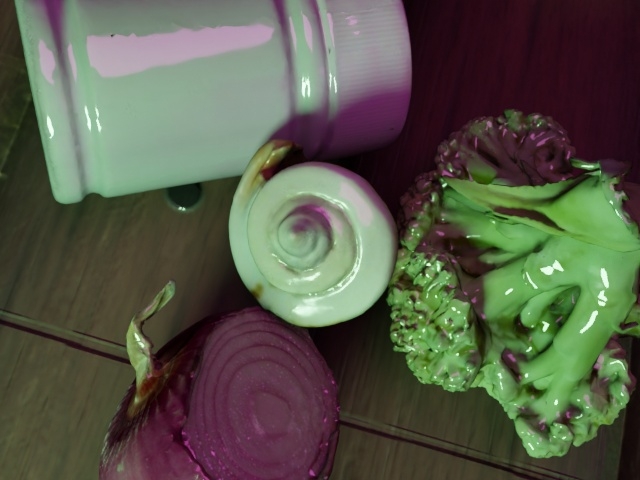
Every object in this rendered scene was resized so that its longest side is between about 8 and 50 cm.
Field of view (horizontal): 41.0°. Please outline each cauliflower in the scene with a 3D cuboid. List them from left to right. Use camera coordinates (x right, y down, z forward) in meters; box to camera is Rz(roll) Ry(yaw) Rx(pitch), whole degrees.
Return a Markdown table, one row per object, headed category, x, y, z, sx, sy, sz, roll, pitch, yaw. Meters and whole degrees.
| category | x | y | z | sx | sy | sz | roll | pitch | yaw |
| --- | --- | --- | --- | --- | --- | --- | --- | --- | --- |
| cauliflower | 0.210 | 0.025 | 0.767 | 0.260 | 0.281 | 0.327 | -2 | 80 | -44 |

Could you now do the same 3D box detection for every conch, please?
| category | x | y | z | sx | sy | sz | roll | pitch | yaw |
| --- | --- | --- | --- | --- | --- | --- | --- | --- | --- |
| conch | -0.007 | 0.009 | 0.736 | 0.158 | 0.255 | 0.127 | 36 | 85 | 14 |

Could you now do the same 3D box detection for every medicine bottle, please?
| category | x | y | z | sx | sy | sz | roll | pitch | yaw |
| --- | --- | --- | --- | --- | --- | --- | --- | --- | --- |
| medicine bottle | -0.099 | -0.155 | 0.778 | 0.316 | 0.202 | 0.202 | -10 | 76 | -17 |

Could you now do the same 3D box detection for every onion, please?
| category | x | y | z | sx | sy | sz | roll | pitch | yaw |
| --- | --- | --- | --- | --- | --- | --- | --- | --- | --- |
| onion | -0.090 | 0.163 | 0.689 | 0.201 | 0.200 | 0.207 | -4 | 51 | -15 |
